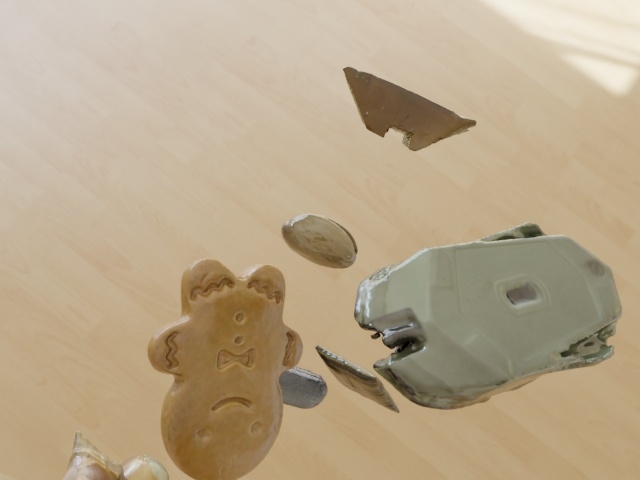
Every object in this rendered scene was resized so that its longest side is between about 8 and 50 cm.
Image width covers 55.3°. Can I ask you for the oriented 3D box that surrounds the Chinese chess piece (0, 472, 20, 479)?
[{"bbox_3d":[-0.213,0.244,0.279,0.112,0.270,0.269,36,68,-36],"label":"Chinese chess piece"}]

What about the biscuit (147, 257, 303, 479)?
[{"bbox_3d":[-0.145,0.207,0.976,0.275,0.052,0.354,11,82,-38],"label":"biscuit"}]

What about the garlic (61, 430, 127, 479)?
[{"bbox_3d":[-0.205,0.308,0.534,0.128,0.267,0.148,-46,109,-10],"label":"garlic"}]

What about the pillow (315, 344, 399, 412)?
[{"bbox_3d":[0.099,0.373,1.637,0.208,0.212,0.052,23,65,39],"label":"pillow"}]

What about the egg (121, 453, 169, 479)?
[{"bbox_3d":[-0.241,0.324,0.800,0.071,0.071,0.083,37,45,5],"label":"egg"}]

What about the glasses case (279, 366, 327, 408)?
[{"bbox_3d":[-0.112,0.390,1.687,0.283,0.067,0.109,24,110,-17],"label":"glasses case"}]

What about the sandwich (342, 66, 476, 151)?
[{"bbox_3d":[0.135,-0.207,1.038,0.245,0.090,0.088,22,97,-5],"label":"sandwich"}]

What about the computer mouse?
[{"bbox_3d":[0.240,0.110,0.870,0.429,0.145,0.228,-9,62,-27],"label":"computer mouse"}]

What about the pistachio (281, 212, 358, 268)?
[{"bbox_3d":[0.000,0.000,1.683,0.226,0.136,0.135,25,72,-9],"label":"pistachio"}]
